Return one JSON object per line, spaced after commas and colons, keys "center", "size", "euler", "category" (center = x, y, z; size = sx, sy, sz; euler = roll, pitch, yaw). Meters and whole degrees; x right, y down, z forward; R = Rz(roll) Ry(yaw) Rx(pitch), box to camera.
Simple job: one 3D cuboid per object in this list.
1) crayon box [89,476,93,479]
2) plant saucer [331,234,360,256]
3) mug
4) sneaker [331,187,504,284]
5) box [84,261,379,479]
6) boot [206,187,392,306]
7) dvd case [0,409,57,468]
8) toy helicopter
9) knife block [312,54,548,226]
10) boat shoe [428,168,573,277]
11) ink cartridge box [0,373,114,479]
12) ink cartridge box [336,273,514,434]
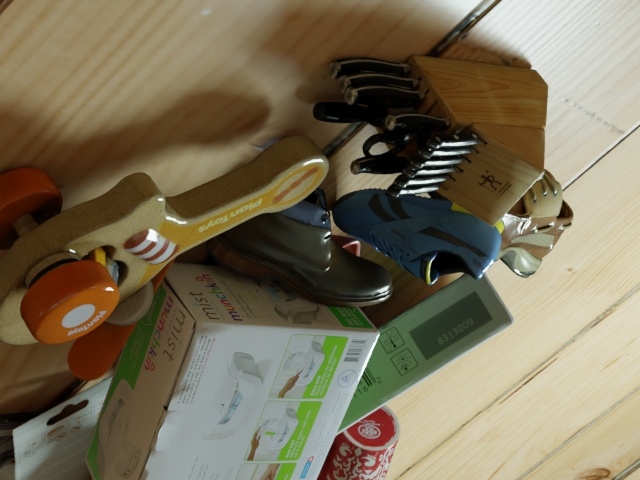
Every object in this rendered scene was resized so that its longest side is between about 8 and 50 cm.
{"center": [-0.221, 0.335, 1.757], "size": [0.203, 0.083, 0.323], "euler": [-57, 162, -8], "category": "crayon box"}
{"center": [-0.079, 0.099, 1.661], "size": [0.258, 0.048, 0.259], "euler": [-25, 152, -14], "category": "plant saucer"}
{"center": [0.042, 0.328, 2.118], "size": [0.150, 0.113, 0.169], "euler": [-19, 148, -28], "category": "mug"}
{"center": [0.092, -0.002, 1.513], "size": [0.069, 0.209, 0.082], "euler": [52, 55, -49], "category": "sneaker"}
{"center": [-0.098, 0.170, 1.517], "size": [0.231, 0.127, 0.262], "euler": [5, 118, -33], "category": "box"}
{"center": [0.000, 0.000, 1.490], "size": [0.219, 0.082, 0.106], "euler": [15, 123, -27], "category": "boot"}
{"center": [-0.421, 0.271, 1.622], "size": [0.164, 0.018, 0.221], "euler": [0, 139, -48], "category": "dvd case"}
{"center": [-0.148, 0.004, 1.330], "size": [0.355, 0.140, 0.235], "euler": [-26, 154, -20], "category": "toy helicopter"}
{"center": [0.111, -0.137, 1.443], "size": [0.088, 0.242, 0.276], "euler": [-49, -166, 33], "category": "knife block"}
{"center": [0.219, -0.047, 1.669], "size": [0.120, 0.122, 0.324], "euler": [-43, 160, 10], "category": "boat shoe"}
{"center": [-0.304, 0.229, 1.637], "size": [0.145, 0.045, 0.179], "euler": [-28, 144, -31], "category": "ink cartridge box"}
{"center": [0.095, 0.150, 1.885], "size": [0.308, 0.091, 0.385], "euler": [-33, 178, 2], "category": "ink cartridge box"}
